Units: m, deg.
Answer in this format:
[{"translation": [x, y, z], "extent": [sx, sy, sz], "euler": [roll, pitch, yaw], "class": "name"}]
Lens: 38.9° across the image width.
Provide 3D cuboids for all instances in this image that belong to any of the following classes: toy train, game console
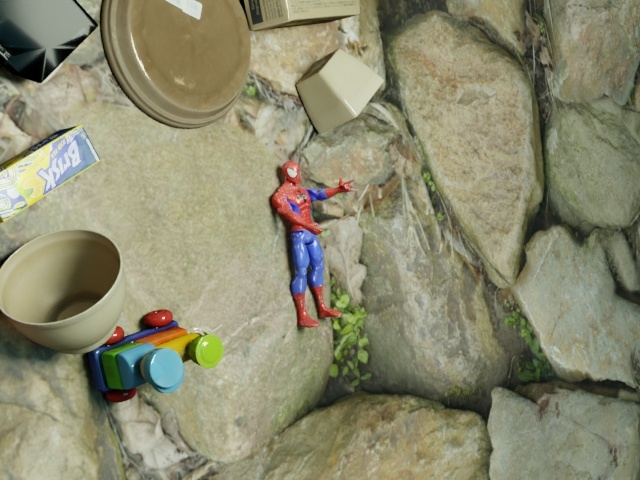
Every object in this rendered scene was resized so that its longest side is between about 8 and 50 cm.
[{"translation": [-0.190, 0.152, 1.298], "extent": [0.248, 0.143, 0.105], "euler": [-18, 101, -45], "class": "toy train"}, {"translation": [-0.337, -0.395, 1.188], "extent": [0.361, 0.044, 0.213], "euler": [-52, 120, -16], "class": "game console"}]

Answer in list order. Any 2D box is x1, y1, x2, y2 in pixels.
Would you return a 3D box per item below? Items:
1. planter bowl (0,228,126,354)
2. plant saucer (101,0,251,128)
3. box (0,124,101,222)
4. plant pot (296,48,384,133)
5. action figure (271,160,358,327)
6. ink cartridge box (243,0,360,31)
[{"translation": [-0.322, 0.078, 1.173], "extent": [0.162, 0.162, 0.109], "euler": [-54, 150, -34], "class": "planter bowl"}, {"translation": [-0.206, -0.311, 1.385], "extent": [0.278, 0.041, 0.277], "euler": [4, 85, -45], "class": "plant saucer"}, {"translation": [-0.374, -0.088, 1.186], "extent": [0.169, 0.054, 0.059], "euler": [-43, 118, -40], "class": "box"}, {"translation": [0.024, -0.267, 1.582], "extent": [0.096, 0.109, 0.109], "euler": [47, 55, -19], "class": "plant pot"}, {"translation": [0.000, 0.000, 1.518], "extent": [0.091, 0.139, 0.280], "euler": [-22, 101, -46], "class": "action figure"}, {"translation": [-0.040, -0.457, 1.508], "extent": [0.235, 0.088, 0.193], "euler": [-25, 105, -54], "class": "ink cartridge box"}]
